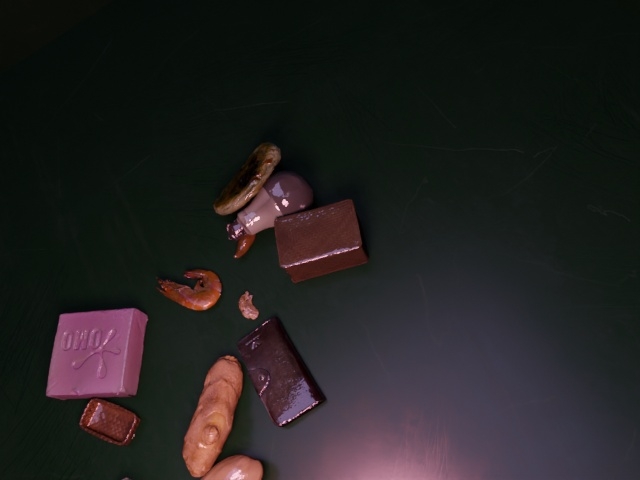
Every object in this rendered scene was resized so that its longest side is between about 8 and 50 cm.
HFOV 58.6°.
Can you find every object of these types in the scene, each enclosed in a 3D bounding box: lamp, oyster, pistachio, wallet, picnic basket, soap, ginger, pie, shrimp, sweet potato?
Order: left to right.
[{"bbox_3d":[-0.740,0.381,1.900,0.296,0.107,0.286,-8,66,14],"label":"soap"},{"bbox_3d":[-0.665,0.576,1.813,0.193,0.055,0.110,14,70,22],"label":"picnic basket"},{"bbox_3d":[-0.449,0.159,1.941,0.248,0.068,0.150,10,57,15],"label":"shrimp"},{"bbox_3d":[-0.316,0.513,1.690,0.126,0.190,0.354,17,60,-7],"label":"ginger"},{"bbox_3d":[-0.259,0.687,1.601,0.226,0.136,0.136,-36,61,1],"label":"pistachio"},{"bbox_3d":[-0.251,-0.205,1.948,0.323,0.070,0.323,-42,21,20],"label":"pie"},{"bbox_3d":[-0.233,0.210,1.865,0.083,0.038,0.081,20,71,25],"label":"oyster"},{"bbox_3d":[-0.241,-0.060,1.978,0.067,0.067,0.274,10,68,20],"label":"sweet potato"},{"bbox_3d":[-0.176,-0.124,1.903,0.313,0.182,0.182,-17,62,-5],"label":"lamp"},{"bbox_3d":[-0.133,0.398,1.745,0.172,0.045,0.318,-32,60,-2],"label":"wallet"}]

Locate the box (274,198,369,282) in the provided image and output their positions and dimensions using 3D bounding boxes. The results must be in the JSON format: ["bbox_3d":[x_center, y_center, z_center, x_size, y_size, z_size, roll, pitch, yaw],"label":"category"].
[{"bbox_3d":[0.001,0.001,1.834,0.273,0.143,0.184,-16,63,8],"label":"box"}]

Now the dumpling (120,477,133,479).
[{"bbox_3d":[-0.597,0.841,1.586,0.270,0.212,0.320,34,68,29],"label":"dumpling"}]
